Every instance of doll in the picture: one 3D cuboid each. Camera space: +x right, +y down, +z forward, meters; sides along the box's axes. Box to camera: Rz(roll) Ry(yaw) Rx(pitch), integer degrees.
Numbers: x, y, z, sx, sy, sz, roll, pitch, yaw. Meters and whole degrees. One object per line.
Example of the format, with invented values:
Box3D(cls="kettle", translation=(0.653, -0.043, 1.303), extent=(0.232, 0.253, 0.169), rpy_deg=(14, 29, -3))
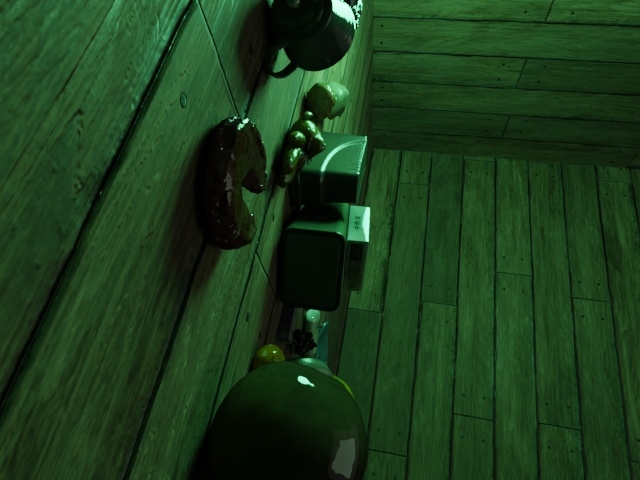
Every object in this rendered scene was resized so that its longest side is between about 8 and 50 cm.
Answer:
Box3D(cls="doll", translation=(-0.044, -0.211, 1.119), extent=(0.137, 0.097, 0.209), rpy_deg=(94, 13, -53))

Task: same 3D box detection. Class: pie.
Box3D(cls="pie", translation=(-0.135, -0.093, 0.754), extent=(0.204, 0.054, 0.218), rpy_deg=(63, 34, -74))

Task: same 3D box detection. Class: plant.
Box3D(cls="plant", translation=(-0.059, 0.318, 1.450), extent=(0.085, 0.087, 0.174), rpy_deg=(-56, 160, -11))

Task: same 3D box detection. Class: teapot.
Box3D(cls="teapot", translation=(-0.033, -0.427, 0.906), extent=(0.239, 0.162, 0.149), rpy_deg=(-55, 166, 10))

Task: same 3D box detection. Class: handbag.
Box3D(cls="handbag", translation=(-0.010, 0.451, 1.902), extent=(0.144, 0.057, 0.220), rpy_deg=(-54, 150, -63))

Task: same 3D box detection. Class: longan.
Box3D(cls="longan", translation=(-0.061, 0.371, 0.825), extent=(0.297, 0.298, 0.296), rpy_deg=(6, 90, -81))

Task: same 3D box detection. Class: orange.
Box3D(cls="orange", translation=(-0.120, 0.279, 1.057), extent=(0.083, 0.070, 0.083), rpy_deg=(23, 90, -81))

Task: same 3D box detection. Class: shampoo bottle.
Box3D(cls="shampoo bottle", translation=(-0.036, 0.366, 1.682), extent=(0.108, 0.052, 0.220), rpy_deg=(-49, 145, -76))

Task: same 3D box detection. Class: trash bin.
Box3D(cls="trash bin", translation=(-0.007, 0.016, 1.319), extent=(0.343, 0.159, 0.222), rpy_deg=(-75, 170, -67))

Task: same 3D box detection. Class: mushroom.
Box3D(cls="mushroom", translation=(0.026, -0.423, 1.414), extent=(0.122, 0.095, 0.351), rpy_deg=(-66, 175, 17))

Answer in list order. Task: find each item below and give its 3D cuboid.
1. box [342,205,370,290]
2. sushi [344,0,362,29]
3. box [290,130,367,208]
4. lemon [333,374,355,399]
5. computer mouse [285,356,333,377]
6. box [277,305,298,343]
Box3D(cls="box", translation=(0.112, 0.029, 1.460), extent=(0.242, 0.067, 0.155), rpy_deg=(92, 6, -46))
Box3D(cls="sushi", translation=(0.045, -0.622, 1.237), extent=(0.225, 0.137, 0.126), rpy_deg=(-72, 174, -70))
Box3D(cls="box", translation=(0.030, -0.204, 1.298), extent=(0.274, 0.179, 0.138), rpy_deg=(-75, 167, -46))
Box3D(cls="lemon", translation=(0.005, 0.553, 1.519), extent=(0.263, 0.236, 0.235), rpy_deg=(-11, 108, -60))
Box3D(cls="computer mouse", translation=(-0.061, 0.457, 1.184), extent=(0.095, 0.198, 0.330), rpy_deg=(-156, -110, -69))
Box3D(cls="box", translation=(-0.091, 0.227, 1.297), extent=(0.050, 0.036, 0.117), rpy_deg=(81, 18, -62))
